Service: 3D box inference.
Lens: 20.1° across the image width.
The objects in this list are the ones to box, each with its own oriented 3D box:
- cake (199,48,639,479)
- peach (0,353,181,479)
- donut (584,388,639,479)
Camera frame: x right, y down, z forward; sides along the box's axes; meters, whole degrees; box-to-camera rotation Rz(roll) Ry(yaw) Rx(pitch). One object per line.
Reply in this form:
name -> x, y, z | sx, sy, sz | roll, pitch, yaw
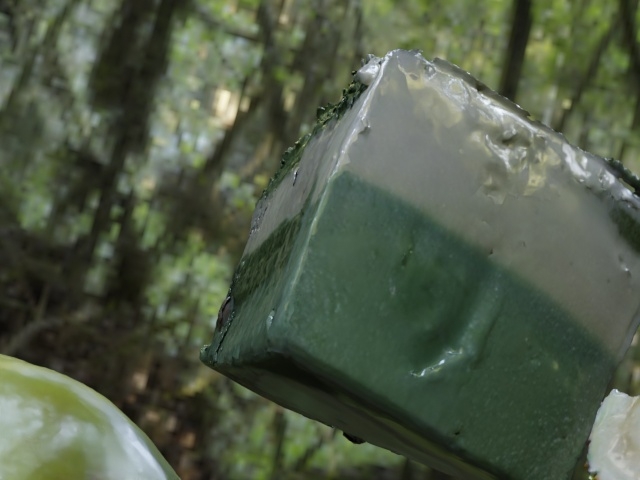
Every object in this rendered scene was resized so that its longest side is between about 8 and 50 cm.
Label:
cake -> -0.002, 0.000, 0.890 | 0.172, 0.158, 0.284 | 34, -13, -39
peach -> -0.206, 0.232, 1.086 | 0.314, 0.315, 0.281 | 47, -44, -4
donut -> 0.235, 0.146, 1.113 | 0.166, 0.108, 0.065 | 0, -47, 41
